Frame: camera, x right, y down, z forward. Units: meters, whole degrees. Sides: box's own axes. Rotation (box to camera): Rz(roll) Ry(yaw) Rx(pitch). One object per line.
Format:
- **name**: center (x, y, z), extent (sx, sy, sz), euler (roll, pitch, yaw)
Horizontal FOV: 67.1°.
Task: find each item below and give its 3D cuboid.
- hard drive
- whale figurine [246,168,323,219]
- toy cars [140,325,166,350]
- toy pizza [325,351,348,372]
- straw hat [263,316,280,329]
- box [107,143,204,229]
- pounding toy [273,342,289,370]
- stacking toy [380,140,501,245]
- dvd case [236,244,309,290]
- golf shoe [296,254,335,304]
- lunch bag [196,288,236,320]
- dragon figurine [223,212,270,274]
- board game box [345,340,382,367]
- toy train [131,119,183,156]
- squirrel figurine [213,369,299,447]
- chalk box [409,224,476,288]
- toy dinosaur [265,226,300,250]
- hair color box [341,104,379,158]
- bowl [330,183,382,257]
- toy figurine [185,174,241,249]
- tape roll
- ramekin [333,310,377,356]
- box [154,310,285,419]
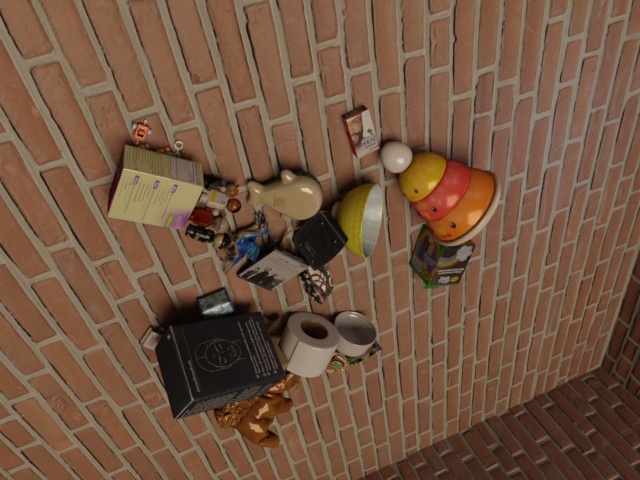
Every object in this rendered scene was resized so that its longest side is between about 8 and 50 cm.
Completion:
- **hard drive**: center (0.000, 0.000, 1.841), extent (0.054, 0.172, 0.255), euler (-32, 173, -37)
- **whale figurine**: center (-0.127, -0.176, 1.750), extent (0.272, 0.141, 0.216), euler (4, 130, 1)
- **toy cars**: center (-0.597, 0.500, 2.011), extent (0.177, 0.087, 0.393), euler (-22, 129, -9)
- **toy pizza**: center (0.034, 0.595, 2.337), extent (0.202, 0.032, 0.201), euler (7, 135, 7)
- **straw hat**: center (-0.245, 0.370, 2.094), extent (0.061, 0.144, 0.144), euler (41, 103, 4)
- **box**: center (-0.524, -0.162, 1.532), extent (0.243, 0.117, 0.213), euler (12, 134, -29)
- **pounding toy**: center (-0.205, 0.525, 2.035), extent (0.100, 0.141, 0.130), euler (-15, 147, -40)
- **stacking toy**: center (0.422, -0.227, 1.891), extent (0.480, 0.350, 0.350), euler (31, 107, -17)
- **dvd case**: center (-0.188, 0.115, 1.908), extent (0.239, 0.029, 0.179), euler (-34, 134, 32)
- **golf shoe**: center (-0.028, 0.144, 2.035), extent (0.120, 0.105, 0.272), euler (-43, 133, -21)
- **lunch bag**: center (-0.413, 0.288, 1.949), extent (0.129, 0.096, 0.151), euler (-20, 140, -12)
- **dragon figurine**: center (-0.282, 0.030, 1.830), extent (0.144, 0.085, 0.289), euler (3, 120, -26)
- **board game box**: center (0.192, 0.517, 2.346), extent (0.170, 0.141, 0.048), euler (-26, 132, -6)
- **toy train**: center (-0.522, -0.297, 1.520), extent (0.166, 0.046, 0.125), euler (23, 111, -34)
- **squirrel figurine**: center (-0.276, 0.679, 2.172), extent (0.397, 0.281, 0.370), euler (29, 101, -39)
- **chalk box**: center (0.537, 0.092, 2.189), extent (0.180, 0.179, 0.288), euler (0, 123, -25)
- **toy dinosaur**: center (-0.152, 0.021, 1.911), extent (0.112, 0.064, 0.211), euler (-17, 139, -29)
- **hair color box**: center (0.146, -0.393, 1.754), extent (0.093, 0.053, 0.167), euler (-27, 128, -4)
- **bowl**: center (0.129, -0.084, 1.872), extent (0.156, 0.289, 0.289), euler (9, 129, 20)
- **toy figurine**: center (-0.354, -0.098, 1.629), extent (0.148, 0.213, 0.209), euler (20, 108, -21)
- **tape roll**: center (-0.055, 0.454, 2.125), extent (0.246, 0.246, 0.169), euler (9, 118, -29)
- **ramekin**: center (0.148, 0.440, 2.240), extent (0.207, 0.207, 0.109), euler (1, 131, -25)
- **box**: center (-0.389, 0.473, 1.870), extent (0.396, 0.293, 0.212), euler (-2, 147, -39)
